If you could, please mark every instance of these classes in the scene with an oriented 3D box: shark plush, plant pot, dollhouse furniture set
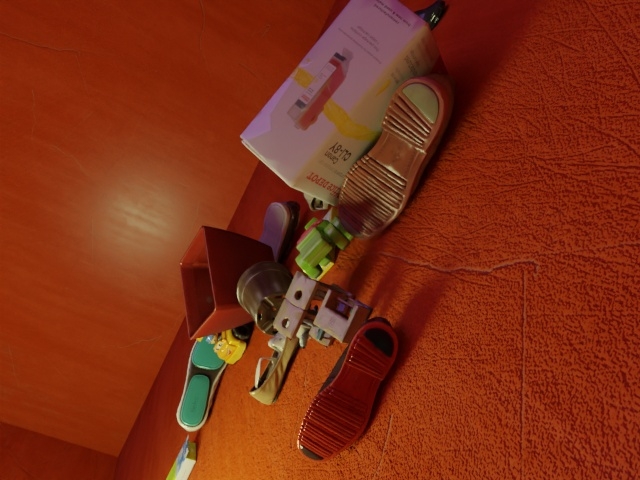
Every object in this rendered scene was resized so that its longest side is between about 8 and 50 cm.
[{"bbox_3d":[-0.035,0.161,1.261,0.073,0.067,0.161,31,131,46],"label":"shark plush"},{"bbox_3d":[-0.126,0.162,1.501,0.167,0.166,0.165,-62,25,10],"label":"plant pot"},{"bbox_3d":[0.024,0.165,1.134,0.183,0.129,0.129,26,92,44],"label":"dollhouse furniture set"},{"bbox_3d":[-0.272,0.131,1.744,0.267,0.235,0.267,-46,51,50],"label":"plant pot"}]

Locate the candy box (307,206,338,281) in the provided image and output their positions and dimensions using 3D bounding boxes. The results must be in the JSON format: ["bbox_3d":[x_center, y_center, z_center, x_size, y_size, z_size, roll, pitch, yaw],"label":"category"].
[{"bbox_3d":[0.008,0.013,1.502,0.105,0.027,0.206,-47,24,39],"label":"candy box"}]

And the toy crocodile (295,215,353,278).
[{"bbox_3d":[0.000,0.000,1.286,0.115,0.105,0.340,-47,0,11],"label":"toy crocodile"}]

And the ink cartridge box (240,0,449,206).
[{"bbox_3d":[0.061,-0.273,1.158,0.385,0.160,0.279,-48,-19,10],"label":"ink cartridge box"}]

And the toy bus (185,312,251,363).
[{"bbox_3d":[-0.351,0.280,1.881,0.149,0.211,0.220,-50,35,37],"label":"toy bus"}]

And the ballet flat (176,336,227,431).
[{"bbox_3d":[-0.402,0.468,1.981,0.139,0.139,0.401,-39,31,56],"label":"ballet flat"}]

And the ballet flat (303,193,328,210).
[{"bbox_3d":[0.021,-0.134,1.608,0.248,0.086,0.086,-25,43,68],"label":"ballet flat"}]

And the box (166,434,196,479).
[{"bbox_3d":[-0.457,0.749,1.862,0.178,0.042,0.109,-64,17,5],"label":"box"}]

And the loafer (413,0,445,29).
[{"bbox_3d":[0.264,-0.581,1.493,0.170,0.061,0.062,-33,35,60],"label":"loafer"}]

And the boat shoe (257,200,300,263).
[{"bbox_3d":[-0.153,0.011,1.881,0.096,0.116,0.325,-18,-43,-51],"label":"boat shoe"}]

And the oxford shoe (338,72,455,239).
[{"bbox_3d":[0.164,-0.159,1.157,0.146,0.140,0.397,-36,-17,-48],"label":"oxford shoe"}]

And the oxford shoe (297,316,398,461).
[{"bbox_3d":[0.051,0.252,0.957,0.272,0.096,0.098,-58,-3,9],"label":"oxford shoe"}]

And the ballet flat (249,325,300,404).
[{"bbox_3d":[-0.106,0.285,1.386,0.233,0.073,0.080,-69,17,-12],"label":"ballet flat"}]
